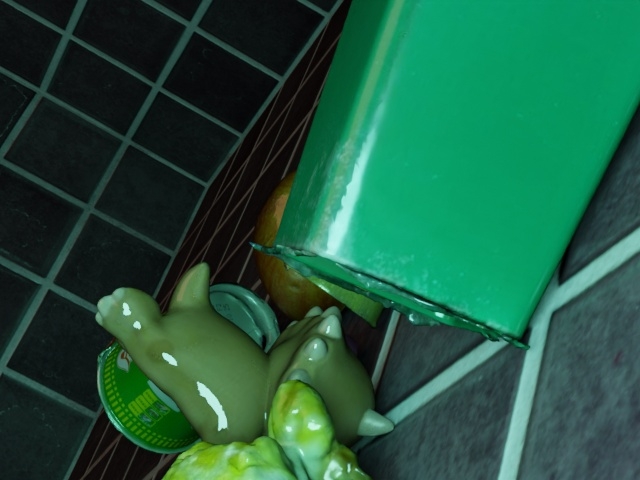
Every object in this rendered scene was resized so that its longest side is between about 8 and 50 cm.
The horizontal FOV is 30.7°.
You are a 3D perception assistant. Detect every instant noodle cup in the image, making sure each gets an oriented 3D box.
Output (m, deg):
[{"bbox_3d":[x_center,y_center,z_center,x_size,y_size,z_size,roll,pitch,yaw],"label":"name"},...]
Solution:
[{"bbox_3d":[-0.181,0.170,1.660,0.233,0.207,0.207,-39,23,45],"label":"instant noodle cup"}]

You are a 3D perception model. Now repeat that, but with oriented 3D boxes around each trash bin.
[{"bbox_3d":[0.105,-0.132,0.912,0.381,0.295,0.259,-68,11,-6],"label":"trash bin"}]

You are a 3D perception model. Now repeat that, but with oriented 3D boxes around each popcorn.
[{"bbox_3d":[-0.032,0.211,0.882,0.212,0.198,0.198,-59,9,-30],"label":"popcorn"}]

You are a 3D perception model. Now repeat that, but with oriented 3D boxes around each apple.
[{"bbox_3d":[0.000,0.000,1.406,0.195,0.160,0.173,-59,-12,-24],"label":"apple"}]

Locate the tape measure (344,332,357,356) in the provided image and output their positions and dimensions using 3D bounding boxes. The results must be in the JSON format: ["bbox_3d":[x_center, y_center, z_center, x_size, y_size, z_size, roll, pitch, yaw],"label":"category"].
[{"bbox_3d":[-0.009,0.150,1.220,0.125,0.074,0.118,-62,13,21],"label":"tape measure"}]

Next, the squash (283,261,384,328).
[{"bbox_3d":[0.073,-0.060,1.264,0.287,0.137,0.137,-59,11,-8],"label":"squash"}]

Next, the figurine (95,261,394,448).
[{"bbox_3d":[-0.052,0.115,1.054,0.173,0.247,0.177,-40,-12,-9],"label":"figurine"}]
